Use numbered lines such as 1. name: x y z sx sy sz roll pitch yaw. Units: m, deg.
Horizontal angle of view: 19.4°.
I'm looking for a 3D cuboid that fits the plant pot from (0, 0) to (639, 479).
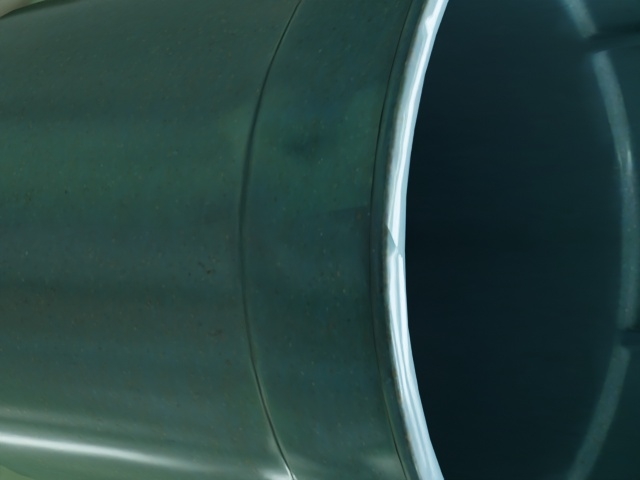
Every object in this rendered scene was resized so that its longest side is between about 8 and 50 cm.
1. plant pot: 0.000 0.000 0.874 0.334 0.341 0.341 1 -135 38
